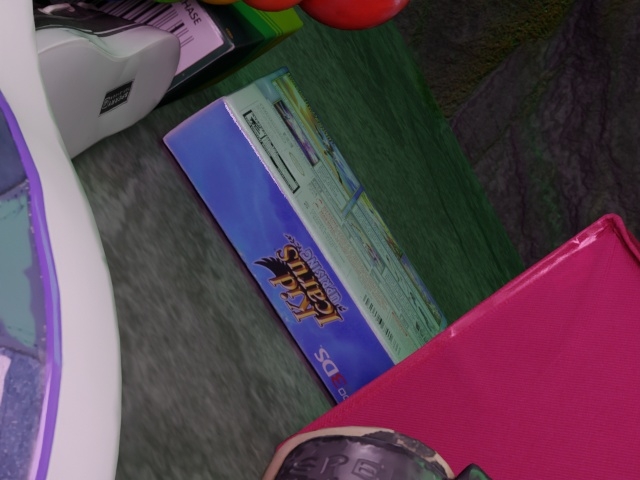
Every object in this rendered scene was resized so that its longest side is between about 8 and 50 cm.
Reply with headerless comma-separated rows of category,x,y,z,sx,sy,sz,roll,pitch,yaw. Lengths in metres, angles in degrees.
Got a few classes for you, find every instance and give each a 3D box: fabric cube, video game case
fabric cube,0.174,0.194,0.812,0.258,0.259,0.254,47,11,-42
video game case,0.000,0.000,1.086,0.269,0.061,0.244,57,15,-6

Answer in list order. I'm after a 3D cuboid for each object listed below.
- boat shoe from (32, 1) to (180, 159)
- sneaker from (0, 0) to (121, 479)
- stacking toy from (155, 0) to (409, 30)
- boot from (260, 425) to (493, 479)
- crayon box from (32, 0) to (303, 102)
boat shoe,-0.149,-0.089,0.749,0.070,0.077,0.219,26,16,9
sneaker,-0.195,-0.033,0.393,0.236,0.130,0.322,9,64,-47
stacking toy,-0.072,-0.184,0.779,0.330,0.141,0.141,7,47,-37
boot,-0.034,0.127,0.322,0.377,0.138,0.284,67,25,-14
crayon box,-0.168,-0.275,0.991,0.363,0.106,0.313,57,13,-6
